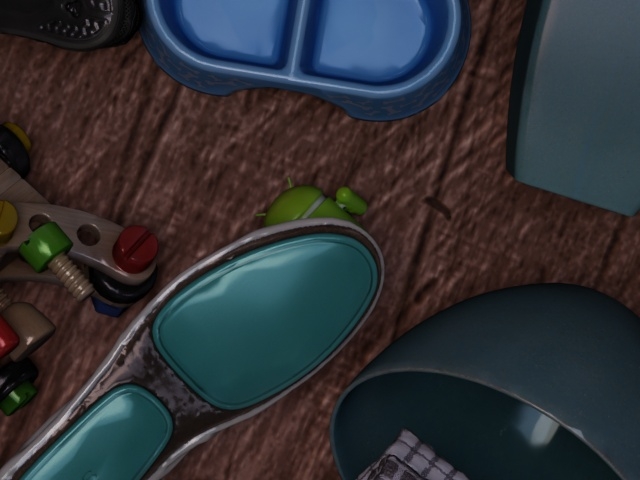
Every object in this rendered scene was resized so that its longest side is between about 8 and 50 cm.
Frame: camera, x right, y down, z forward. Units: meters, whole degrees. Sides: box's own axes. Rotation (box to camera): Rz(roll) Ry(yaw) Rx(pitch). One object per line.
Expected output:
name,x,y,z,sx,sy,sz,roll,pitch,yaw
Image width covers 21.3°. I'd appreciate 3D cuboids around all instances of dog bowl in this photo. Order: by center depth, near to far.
dog bowl,-0.015,-0.198,1.460,0.297,0.074,0.166,10,89,0

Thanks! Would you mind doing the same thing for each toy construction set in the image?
toy construction set,-0.290,0.003,1.355,0.257,0.309,0.237,-40,85,-9

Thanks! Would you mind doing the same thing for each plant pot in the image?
plant pot,0.180,0.148,1.383,0.290,0.290,0.195,39,53,0
plant pot,0.242,-0.149,1.422,0.166,0.165,0.234,18,97,-1

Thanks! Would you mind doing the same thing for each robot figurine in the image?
robot figurine,0.000,0.000,1.460,0.115,0.067,0.101,42,96,0

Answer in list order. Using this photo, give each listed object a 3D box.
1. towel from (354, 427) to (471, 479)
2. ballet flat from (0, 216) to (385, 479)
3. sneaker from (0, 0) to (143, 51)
towel,0.065,0.322,1.309,0.235,0.121,0.283,36,111,-1
ballet flat,-0.123,0.114,1.425,0.400,0.139,0.139,-41,90,-1
sneaker,-0.253,-0.211,1.448,0.228,0.130,0.087,14,96,16
